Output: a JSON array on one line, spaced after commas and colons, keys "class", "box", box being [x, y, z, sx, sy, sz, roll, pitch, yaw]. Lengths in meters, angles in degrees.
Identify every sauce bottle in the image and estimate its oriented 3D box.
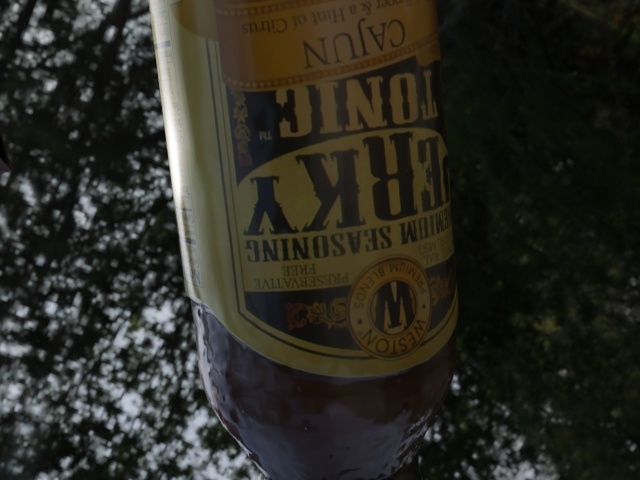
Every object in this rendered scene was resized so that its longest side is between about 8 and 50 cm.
[{"class": "sauce bottle", "box": [0.000, 0.000, 0.390, 0.111, 0.345, 0.111, -7, -170, 1]}]

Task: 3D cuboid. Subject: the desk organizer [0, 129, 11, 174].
[{"class": "desk organizer", "box": [-0.290, -0.107, 0.781, 0.047, 0.050, 0.130, 70, 177, -66]}]
